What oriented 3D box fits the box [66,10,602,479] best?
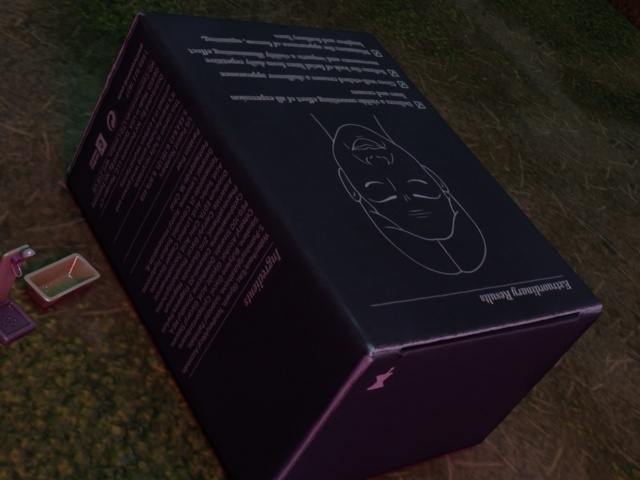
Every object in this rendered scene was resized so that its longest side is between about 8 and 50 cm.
[{"bbox_3d":[0.000,0.000,0.959,0.294,0.212,0.395,-4,48,-42],"label":"box"}]

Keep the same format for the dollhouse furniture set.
[{"bbox_3d":[-0.239,0.010,0.872,0.091,0.081,0.114,42,36,13],"label":"dollhouse furniture set"}]
